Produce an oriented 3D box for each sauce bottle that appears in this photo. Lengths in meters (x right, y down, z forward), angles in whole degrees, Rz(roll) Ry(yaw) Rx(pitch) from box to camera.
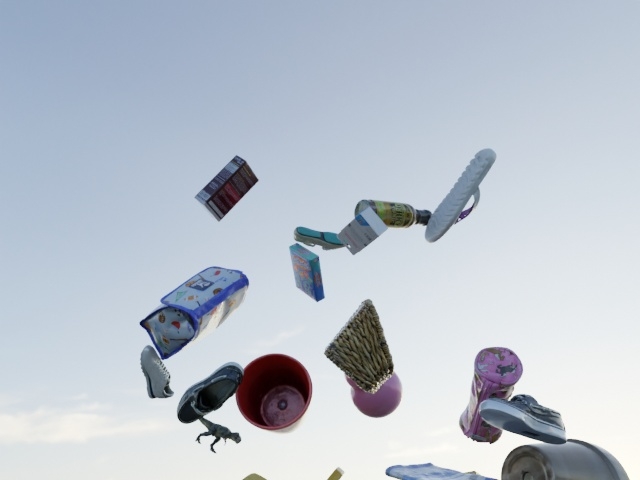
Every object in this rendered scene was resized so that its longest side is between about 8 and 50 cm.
[{"bbox_3d":[0.300,-0.102,1.996,0.344,0.112,0.111,0,-30,-32],"label":"sauce bottle"}]

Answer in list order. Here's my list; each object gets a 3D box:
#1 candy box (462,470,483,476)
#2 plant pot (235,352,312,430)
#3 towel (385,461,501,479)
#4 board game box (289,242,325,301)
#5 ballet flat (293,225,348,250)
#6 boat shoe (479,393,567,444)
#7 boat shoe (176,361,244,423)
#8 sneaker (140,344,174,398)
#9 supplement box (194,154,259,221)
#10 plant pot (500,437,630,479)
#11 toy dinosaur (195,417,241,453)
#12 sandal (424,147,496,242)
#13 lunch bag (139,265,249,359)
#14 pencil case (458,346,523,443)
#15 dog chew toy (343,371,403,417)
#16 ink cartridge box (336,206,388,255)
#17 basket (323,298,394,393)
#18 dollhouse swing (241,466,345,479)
[{"bbox_3d":[0.570,0.908,1.876,0.105,0.027,0.206,-26,-47,23],"label":"candy box"},{"bbox_3d":[-0.153,0.579,1.829,0.274,0.275,0.243,-6,-33,3],"label":"plant pot"},{"bbox_3d":[0.349,0.680,1.433,0.209,0.034,0.285,13,-17,-34],"label":"towel"},{"bbox_3d":[-0.056,0.133,2.087,0.047,0.160,0.211,-25,-57,-28],"label":"board game box"},{"bbox_3d":[0.000,0.000,2.143,0.248,0.086,0.086,15,-36,-12],"label":"ballet flat"},{"bbox_3d":[0.566,0.479,1.397,0.301,0.102,0.108,23,-35,-17],"label":"boat shoe"},{"bbox_3d":[-0.382,0.524,1.675,0.114,0.091,0.302,41,-75,-12],"label":"boat shoe"},{"bbox_3d":[-0.652,0.525,2.011,0.094,0.090,0.235,-5,-73,18],"label":"sneaker"},{"bbox_3d":[-0.367,-0.206,1.981,0.239,0.073,0.130,-47,-35,-12],"label":"supplement box"},{"bbox_3d":[0.716,0.748,1.518,0.280,0.324,0.323,25,-42,-25],"label":"plant pot"},{"bbox_3d":[-0.460,0.825,2.134,0.268,0.118,0.064,22,-25,19],"label":"toy dinosaur"},{"bbox_3d":[0.544,-0.149,1.885,0.102,0.169,0.417,30,-76,-12],"label":"sandal"},{"bbox_3d":[-0.496,0.274,2.031,0.385,0.327,0.239,-31,-86,44],"label":"lunch bag"},{"bbox_3d":[0.572,0.529,1.699,0.159,0.167,0.387,-4,-52,-3],"label":"pencil case"},{"bbox_3d":[0.184,0.509,1.918,0.206,0.207,0.332,-19,-75,22],"label":"dog chew toy"},{"bbox_3d":[0.144,-0.031,1.769,0.104,0.060,0.180,50,-36,1],"label":"ink cartridge box"},{"bbox_3d":[0.157,0.333,1.583,0.213,0.223,0.299,40,-6,7],"label":"basket"},{"bbox_3d":[-0.147,0.793,1.525,0.315,0.305,0.347,28,-50,8],"label":"dollhouse swing"}]
